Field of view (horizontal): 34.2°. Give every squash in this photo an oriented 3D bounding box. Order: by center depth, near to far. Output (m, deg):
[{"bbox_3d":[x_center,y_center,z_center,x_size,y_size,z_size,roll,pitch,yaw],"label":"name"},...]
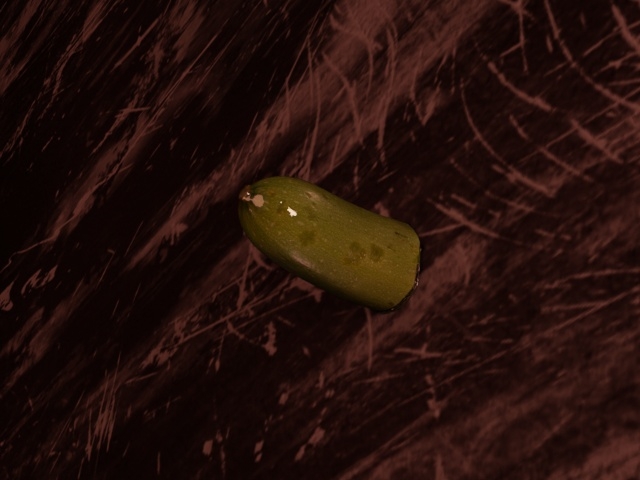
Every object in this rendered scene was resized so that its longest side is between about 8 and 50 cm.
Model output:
[{"bbox_3d":[0.000,0.000,0.970,0.095,0.188,0.095,-31,48,42],"label":"squash"}]
